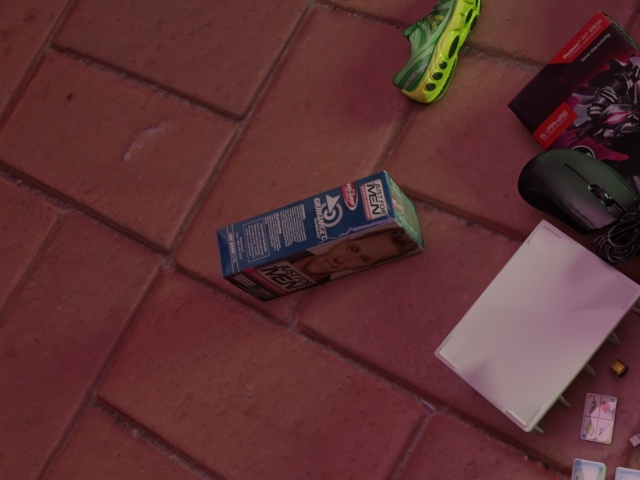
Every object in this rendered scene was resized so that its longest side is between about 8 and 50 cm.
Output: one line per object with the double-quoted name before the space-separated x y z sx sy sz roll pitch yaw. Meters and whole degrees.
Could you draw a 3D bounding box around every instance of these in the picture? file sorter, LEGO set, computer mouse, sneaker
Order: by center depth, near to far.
"LEGO set" 0.492 0.311 1.431 0.182 0.060 0.245 6 77 27
"computer mouse" 0.427 -0.085 1.463 0.188 0.072 0.272 -39 43 -16
"file sorter" 0.363 0.152 1.485 0.193 0.173 0.278 40 90 30
"sneaker" 0.227 -0.417 1.801 0.123 0.109 0.296 22 81 26

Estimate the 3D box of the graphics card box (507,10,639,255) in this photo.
"graphics card box" 0.513 -0.183 1.556 0.233 0.094 0.371 -45 59 25

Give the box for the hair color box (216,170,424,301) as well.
"hair color box" 0.000 0.000 1.710 0.347 0.174 0.105 -19 65 18
